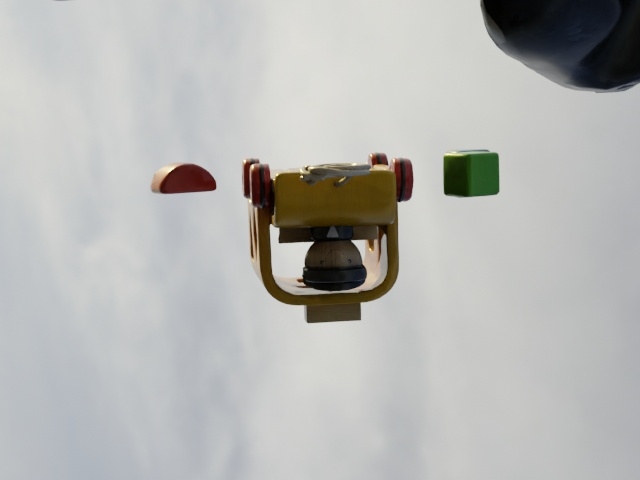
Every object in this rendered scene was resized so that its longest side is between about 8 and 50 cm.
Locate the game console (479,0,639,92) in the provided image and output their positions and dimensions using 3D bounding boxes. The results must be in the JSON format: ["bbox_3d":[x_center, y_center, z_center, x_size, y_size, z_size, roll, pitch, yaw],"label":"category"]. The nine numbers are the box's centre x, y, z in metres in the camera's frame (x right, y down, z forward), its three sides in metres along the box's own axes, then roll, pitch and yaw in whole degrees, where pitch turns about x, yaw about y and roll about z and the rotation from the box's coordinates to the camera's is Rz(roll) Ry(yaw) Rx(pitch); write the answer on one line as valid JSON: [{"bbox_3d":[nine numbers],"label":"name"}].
[{"bbox_3d":[0.118,-0.215,0.424,0.044,0.213,0.361,24,-85,36],"label":"game console"}]

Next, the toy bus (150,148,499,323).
[{"bbox_3d":[0.004,-0.001,1.048,0.191,0.202,0.104,2,-83,40],"label":"toy bus"}]
